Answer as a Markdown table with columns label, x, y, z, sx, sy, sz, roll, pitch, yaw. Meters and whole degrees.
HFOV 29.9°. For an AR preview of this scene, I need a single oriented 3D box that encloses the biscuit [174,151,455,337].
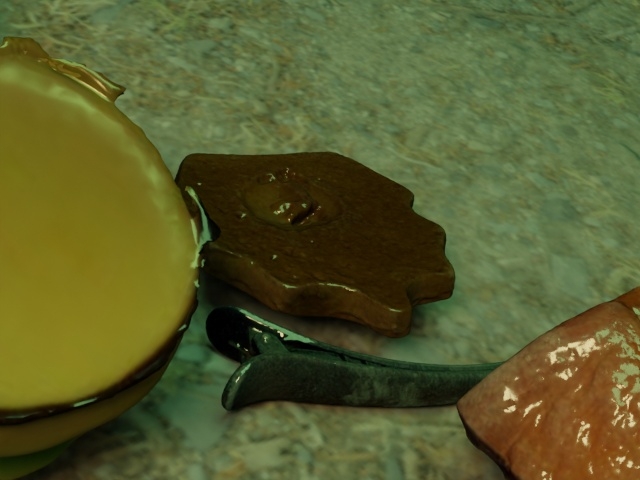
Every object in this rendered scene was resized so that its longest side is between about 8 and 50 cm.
| label | x | y | z | sx | sy | sz | roll | pitch | yaw |
| --- | --- | --- | --- | --- | --- | --- | --- | --- | --- |
| biscuit | 0.000 | 0.002 | 0.785 | 0.182 | 0.034 | 0.215 | -4 | 32 | -27 |

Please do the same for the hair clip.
| label | x | y | z | sx | sy | sz | roll | pitch | yaw |
| --- | --- | --- | --- | --- | --- | --- | --- | --- | --- |
| hair clip | 0.045 | 0.083 | 0.734 | 0.229 | 0.039 | 0.070 | 8 | 34 | -21 |

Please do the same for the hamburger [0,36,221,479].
| label | x | y | z | sx | sy | sz | roll | pitch | yaw |
| --- | --- | --- | --- | --- | --- | --- | --- | --- | --- |
| hamburger | -0.186 | 0.019 | 0.607 | 0.237 | 0.149 | 0.237 | 17 | 53 | -24 |

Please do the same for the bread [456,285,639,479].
| label | x | y | z | sx | sy | sz | roll | pitch | yaw |
| --- | --- | --- | --- | --- | --- | --- | --- | --- | --- |
| bread | 0.217 | 0.132 | 0.660 | 0.244 | 0.123 | 0.190 | 46 | 24 | 20 |
